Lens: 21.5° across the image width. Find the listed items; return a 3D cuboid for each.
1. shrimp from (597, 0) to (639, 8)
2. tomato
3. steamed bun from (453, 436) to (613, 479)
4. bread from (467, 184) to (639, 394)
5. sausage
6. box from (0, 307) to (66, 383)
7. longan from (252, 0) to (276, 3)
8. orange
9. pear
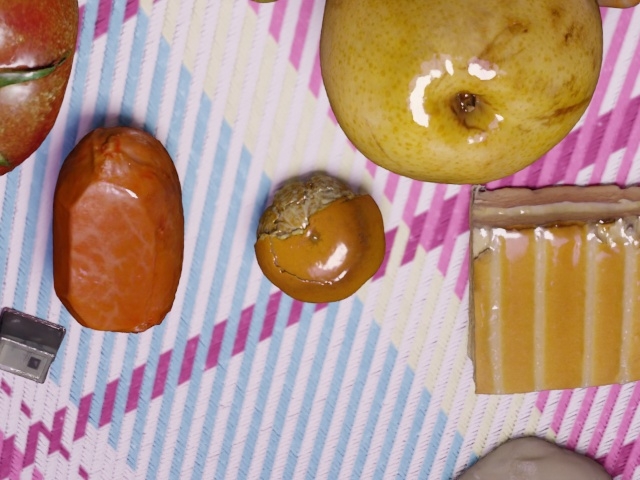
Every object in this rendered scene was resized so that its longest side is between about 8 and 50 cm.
[{"bbox_3d":[0.290,-0.325,1.808,0.187,0.052,0.132,43,143,-21],"label":"shrimp"},{"bbox_3d":[-0.402,-0.211,1.777,0.303,0.239,0.303,-2,128,-3],"label":"tomato"},{"bbox_3d":[0.276,0.444,2.196,0.324,0.219,0.310,-39,114,21],"label":"steamed bun"},{"bbox_3d":[0.295,0.052,2.023,0.239,0.111,0.246,-5,119,-1],"label":"bread"},{"bbox_3d":[-0.234,-0.012,1.961,0.153,0.141,0.268,2,124,-2],"label":"sausage"},{"bbox_3d":[-0.367,0.133,2.094,0.084,0.063,0.060,22,120,-12],"label":"box"},{"bbox_3d":[-0.058,-0.291,1.843,0.075,0.075,0.083,-10,162,6],"label":"longan"},{"bbox_3d":[0.000,0.000,1.986,0.156,0.134,0.156,-1,79,4],"label":"orange"},{"bbox_3d":[0.145,-0.203,1.751,0.314,0.314,0.314,0,121,0],"label":"pear"}]
